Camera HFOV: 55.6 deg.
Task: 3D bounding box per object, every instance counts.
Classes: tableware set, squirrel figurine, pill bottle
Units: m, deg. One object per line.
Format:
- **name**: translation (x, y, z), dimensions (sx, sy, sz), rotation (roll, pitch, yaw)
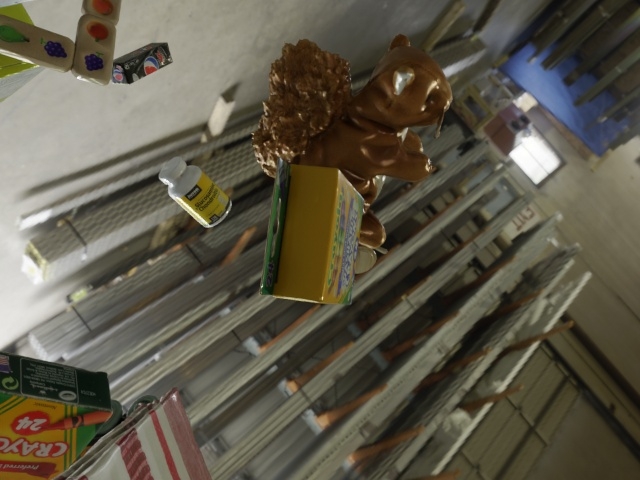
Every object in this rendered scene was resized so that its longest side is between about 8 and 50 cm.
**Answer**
- **tableware set**: translation (0.043, 0.016, 1.389), dimensions (0.128, 0.194, 0.039), rotation (-46, -146, 28)
- **squirrel figurine**: translation (0.064, -0.253, 1.259), dimensions (0.370, 0.396, 0.281), rotation (-56, -168, 39)
- **pill bottle**: translation (-0.322, -0.125, 1.553), dimensions (0.103, 0.184, 0.103), rotation (-27, -143, 23)

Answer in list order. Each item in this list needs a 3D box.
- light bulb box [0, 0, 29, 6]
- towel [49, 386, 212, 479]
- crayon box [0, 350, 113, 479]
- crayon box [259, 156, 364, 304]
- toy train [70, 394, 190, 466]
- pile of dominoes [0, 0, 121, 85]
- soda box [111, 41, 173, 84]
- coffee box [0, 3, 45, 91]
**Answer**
- **light bulb box**: translation (-0.441, -0.582, 1.104), dimensions (0.361, 0.225, 0.358), rotation (14, -143, 42)
- **towel**: translation (-0.087, 0.227, 0.335), dimensions (0.037, 0.237, 0.329), rotation (-22, 178, -2)
- **crayon box**: translation (-0.477, 0.307, 0.886), dimensions (0.202, 0.081, 0.318), rotation (25, 113, -40)
- **crayon box**: translation (0.000, 0.000, 0.995), dimensions (0.323, 0.083, 0.203), rotation (25, 72, -75)
- **toy train**: translation (-0.428, 0.435, 1.241), dimensions (0.333, 0.142, 0.190), rotation (-11, -138, 13)
- **pile of dominoes**: translation (-0.241, -0.260, 0.462), dimensions (0.195, 0.251, 0.040), rotation (12, 154, -31)
- **soda box**: translation (-0.440, -0.435, 1.486), dimensions (0.169, 0.060, 0.053), rotation (-50, 139, -45)
- **coffee box**: translation (-0.863, -0.436, 1.297), dimensions (0.334, 0.338, 0.338), rotation (-13, -159, 40)
